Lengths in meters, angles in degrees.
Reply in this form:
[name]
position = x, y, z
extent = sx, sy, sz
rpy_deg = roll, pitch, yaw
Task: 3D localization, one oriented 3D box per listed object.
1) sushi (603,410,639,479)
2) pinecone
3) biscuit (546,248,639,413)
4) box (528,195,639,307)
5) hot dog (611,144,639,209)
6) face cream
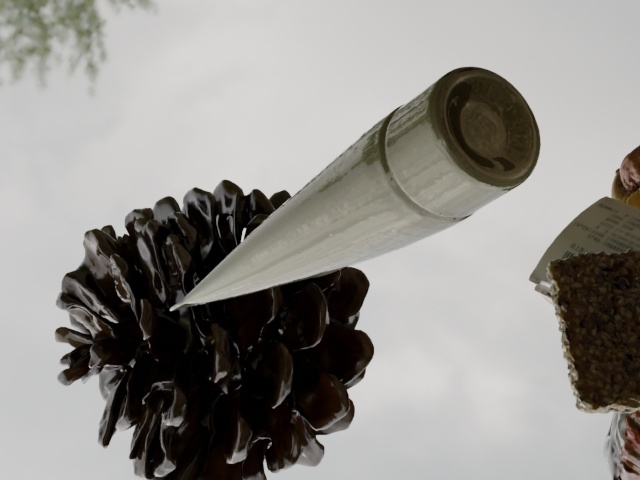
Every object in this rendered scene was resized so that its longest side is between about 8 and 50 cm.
[sushi]
position = 0.339, 0.197, 1.288
extent = 0.124, 0.332, 0.130
rpy_deg = 8, -105, 9
[pinecone]
position = -0.140, 0.123, 1.597
extent = 0.397, 0.398, 0.398
rpy_deg = 23, -148, -16
[biscuit]
position = 0.304, 0.065, 1.057
extent = 0.236, 0.026, 0.131
rpy_deg = -4, -110, -8
[box]
position = 0.416, 0.106, 1.534
extent = 0.333, 0.145, 0.173
rpy_deg = 39, 176, -29
[hot dog]
position = 0.499, -0.068, 1.842
extent = 0.256, 0.150, 0.153
rpy_deg = 10, -122, -43
[face cream]
position = 0.020, -0.014, 0.942
extent = 0.137, 0.341, 0.084
rpy_deg = -13, -102, -35
